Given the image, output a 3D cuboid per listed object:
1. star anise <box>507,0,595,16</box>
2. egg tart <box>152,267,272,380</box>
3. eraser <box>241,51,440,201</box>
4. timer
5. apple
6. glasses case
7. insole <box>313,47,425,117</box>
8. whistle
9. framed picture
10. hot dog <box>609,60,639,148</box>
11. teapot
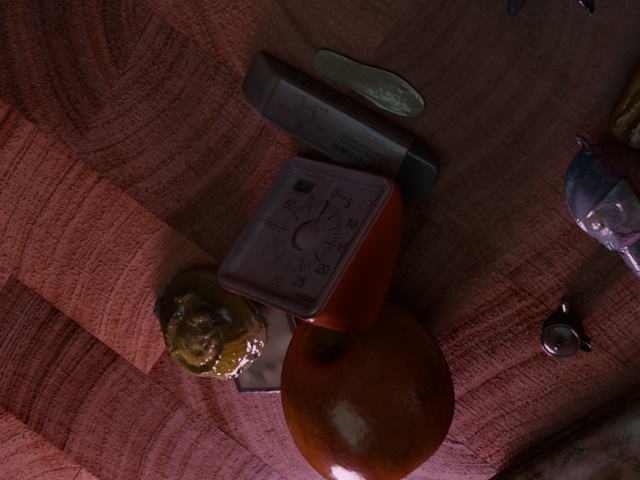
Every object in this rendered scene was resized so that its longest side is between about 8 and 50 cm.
[{"bbox_3d":[0.309,-0.405,1.499,0.236,0.093,0.229,23,122,6],"label":"star anise"},{"bbox_3d":[-0.211,0.166,2.005,0.252,0.098,0.231,-8,110,34],"label":"egg tart"},{"bbox_3d":[0.029,-0.180,1.750,0.352,0.061,0.089,30,123,3],"label":"eraser"},{"bbox_3d":[0.000,0.000,1.741,0.257,0.161,0.250,18,87,47],"label":"timer"},{"bbox_3d":[0.070,0.245,1.827,0.299,0.299,0.275,-15,121,27],"label":"apple"},{"bbox_3d":[0.451,0.400,1.880,0.156,0.098,0.425,44,123,-8],"label":"glasses case"},{"bbox_3d":[0.076,-0.248,1.725,0.192,0.010,0.063,25,123,6],"label":"insole"},{"bbox_3d":[0.462,-0.021,1.631,0.346,0.133,0.142,52,155,-22],"label":"whistle"},{"bbox_3d":[-0.111,0.184,2.033,0.173,0.010,0.231,-5,115,23],"label":"framed picture"},{"bbox_3d":[0.494,-0.237,1.530,0.102,0.076,0.249,26,123,-9],"label":"hot dog"},{"bbox_3d":[0.400,0.133,1.765,0.085,0.080,0.110,11,121,16],"label":"teapot"}]
